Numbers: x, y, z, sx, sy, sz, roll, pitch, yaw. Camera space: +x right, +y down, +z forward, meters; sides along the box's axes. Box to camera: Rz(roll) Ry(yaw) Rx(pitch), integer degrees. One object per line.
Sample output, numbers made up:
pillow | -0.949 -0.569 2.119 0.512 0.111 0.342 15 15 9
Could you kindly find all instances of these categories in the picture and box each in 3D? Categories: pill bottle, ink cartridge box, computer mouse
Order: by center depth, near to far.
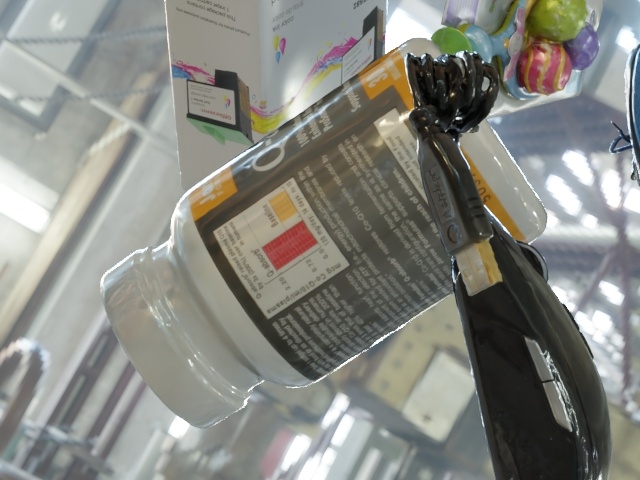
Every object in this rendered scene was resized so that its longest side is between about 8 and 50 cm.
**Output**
computer mouse | 0.092 0.034 0.604 0.060 0.262 0.184 -13 -6 7
pill bottle | 0.000 0.000 0.908 0.162 0.278 0.162 55 8 -12
ink cartridge box | -0.036 -0.186 1.246 0.117 0.201 0.278 24 -46 28

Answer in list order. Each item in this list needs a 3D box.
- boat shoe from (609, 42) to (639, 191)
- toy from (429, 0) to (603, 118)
boat shoe | 0.346 -0.076 1.362 0.109 0.258 0.089 -5 -3 -12
toy | 0.181 -0.161 1.097 0.237 0.136 0.056 -15 34 -43
